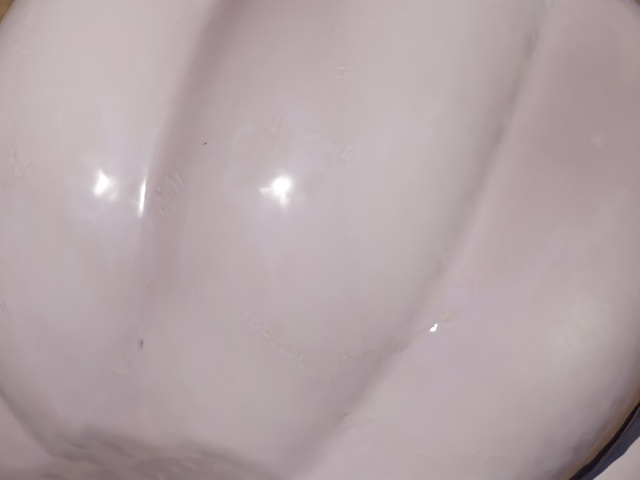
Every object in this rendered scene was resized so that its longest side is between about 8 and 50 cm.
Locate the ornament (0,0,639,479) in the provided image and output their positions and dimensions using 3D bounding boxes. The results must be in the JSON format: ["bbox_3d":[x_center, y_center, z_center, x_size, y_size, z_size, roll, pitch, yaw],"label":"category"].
[{"bbox_3d":[0.000,0.000,0.433,0.177,0.177,0.177,-1,110,-2],"label":"ornament"}]
